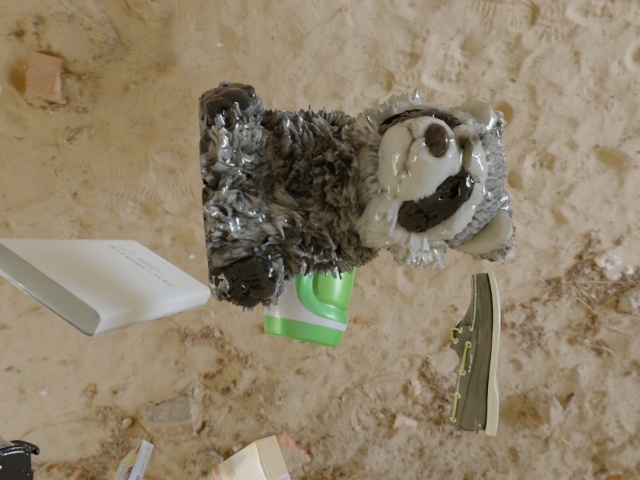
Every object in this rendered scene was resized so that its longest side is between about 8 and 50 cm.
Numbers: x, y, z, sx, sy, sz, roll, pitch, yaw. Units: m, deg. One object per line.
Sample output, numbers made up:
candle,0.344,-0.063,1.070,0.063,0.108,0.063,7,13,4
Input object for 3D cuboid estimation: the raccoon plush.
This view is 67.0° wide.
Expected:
raccoon plush,0.015,-0.065,0.580,0.298,0.446,0.216,-4,99,-12

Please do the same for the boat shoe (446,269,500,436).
boat shoe,0.286,0.206,0.904,0.091,0.109,0.305,1,91,18

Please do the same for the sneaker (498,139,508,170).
sneaker,0.261,-0.128,0.749,0.058,0.052,0.135,16,91,1

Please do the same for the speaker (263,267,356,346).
speaker,0.000,0.000,0.719,0.131,0.131,0.297,13,78,-9

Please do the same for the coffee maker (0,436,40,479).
coffee maker,-0.613,0.426,0.869,0.120,0.178,0.171,32,70,-49

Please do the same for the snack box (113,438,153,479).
snack box,-0.473,0.580,1.196,0.037,0.141,0.100,40,105,-17

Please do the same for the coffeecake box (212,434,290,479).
coffeecake box,-0.162,0.571,1.143,0.185,0.142,0.068,-41,150,29

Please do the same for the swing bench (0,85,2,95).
swing bench,-0.438,-0.069,0.351,0.253,0.255,0.165,27,124,-25

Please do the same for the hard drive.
hard drive,-0.378,0.069,0.889,0.233,0.353,0.047,30,96,12
